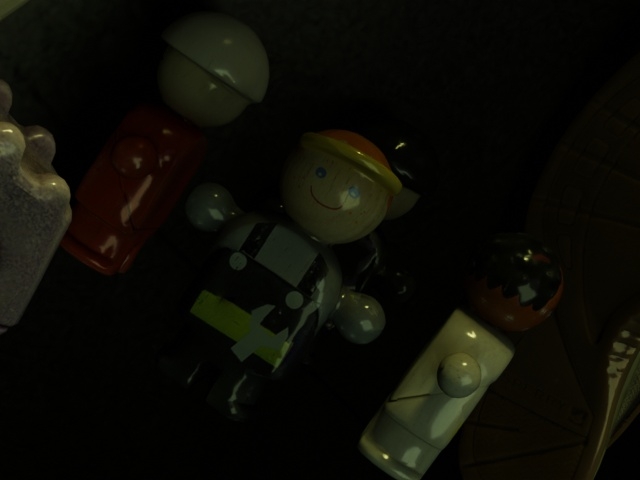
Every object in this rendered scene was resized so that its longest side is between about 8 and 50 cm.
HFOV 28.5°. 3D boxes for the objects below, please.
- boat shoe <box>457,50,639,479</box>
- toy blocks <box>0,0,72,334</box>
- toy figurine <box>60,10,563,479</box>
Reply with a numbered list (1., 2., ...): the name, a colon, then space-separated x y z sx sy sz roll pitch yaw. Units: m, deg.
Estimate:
1. boat shoe: 0.200 0.024 0.819 0.123 0.123 0.342 -10 122 -58
2. toy blocks: -0.141 -0.174 0.380 0.260 0.309 0.288 -34 129 3
3. toy figurine: 0.000 0.000 0.626 0.213 0.209 0.148 30 97 -37
